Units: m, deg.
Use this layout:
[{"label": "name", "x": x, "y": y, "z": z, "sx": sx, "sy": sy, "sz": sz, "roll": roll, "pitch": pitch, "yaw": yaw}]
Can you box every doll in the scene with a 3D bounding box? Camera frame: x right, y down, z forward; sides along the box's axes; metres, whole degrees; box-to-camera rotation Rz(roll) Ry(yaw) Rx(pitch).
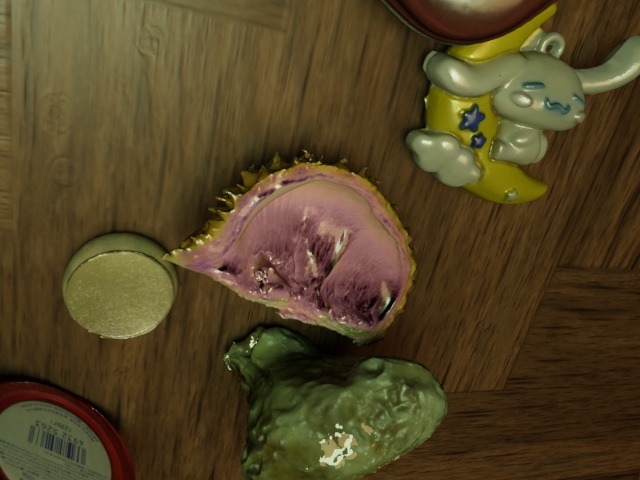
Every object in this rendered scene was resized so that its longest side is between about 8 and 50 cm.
[{"label": "doll", "x": 0.229, "y": -0.157, "z": 0.624, "sx": 0.252, "sy": 0.111, "sz": 0.237, "roll": 15, "pitch": 109, "yaw": -16}]

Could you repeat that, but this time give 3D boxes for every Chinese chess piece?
[{"label": "Chinese chess piece", "x": -0.222, "y": 0.050, "z": 0.601, "sx": 0.122, "sy": 0.051, "sz": 0.122, "roll": -9, "pitch": 120, "yaw": -15}]

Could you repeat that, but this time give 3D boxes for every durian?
[{"label": "durian", "x": 0.001, "y": 0.001, "z": 0.628, "sx": 0.341, "sy": 0.112, "sz": 0.191, "roll": 28, "pitch": 95, "yaw": -38}]

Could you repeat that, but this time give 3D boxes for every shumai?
[{"label": "shumai", "x": -0.004, "y": 0.177, "z": 0.625, "sx": 0.261, "sy": 0.222, "sz": 0.225, "roll": -37, "pitch": 156, "yaw": 29}]

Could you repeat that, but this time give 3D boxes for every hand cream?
[{"label": "hand cream", "x": -0.328, "y": 0.273, "z": 0.576, "sx": 0.149, "sy": 0.230, "sz": 0.230, "roll": -48, "pitch": 121, "yaw": 4}]

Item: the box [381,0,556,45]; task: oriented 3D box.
[{"label": "box", "x": 0.191, "y": -0.363, "z": 0.442, "sx": 0.404, "sy": 0.108, "sz": 0.263, "roll": -41, "pitch": 105, "yaw": 19}]
